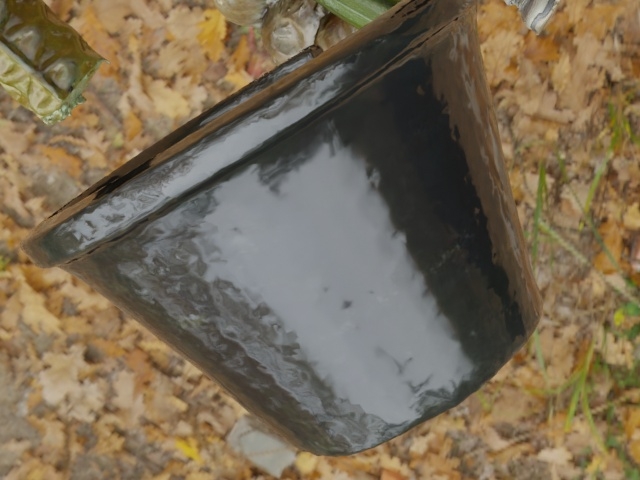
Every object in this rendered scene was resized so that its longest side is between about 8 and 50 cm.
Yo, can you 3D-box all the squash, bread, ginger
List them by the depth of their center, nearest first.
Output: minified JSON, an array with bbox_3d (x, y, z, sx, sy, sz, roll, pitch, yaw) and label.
[{"bbox_3d":[-0.359,-0.242,1.080,0.269,0.087,0.098,41,129,-7],"label":"bread"},{"bbox_3d":[0.044,-0.293,1.205,0.229,0.066,0.066,36,127,15],"label":"squash"},{"bbox_3d":[-0.043,-0.353,1.463,0.375,0.256,0.176,42,82,8],"label":"ginger"}]

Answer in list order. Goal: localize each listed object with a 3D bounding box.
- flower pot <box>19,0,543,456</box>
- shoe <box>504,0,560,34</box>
[{"bbox_3d":[0.000,0.000,0.729,0.379,0.379,0.251,-24,104,30],"label":"flower pot"},{"bbox_3d":[0.372,-0.442,1.765,0.092,0.180,0.089,23,137,-5],"label":"shoe"}]
